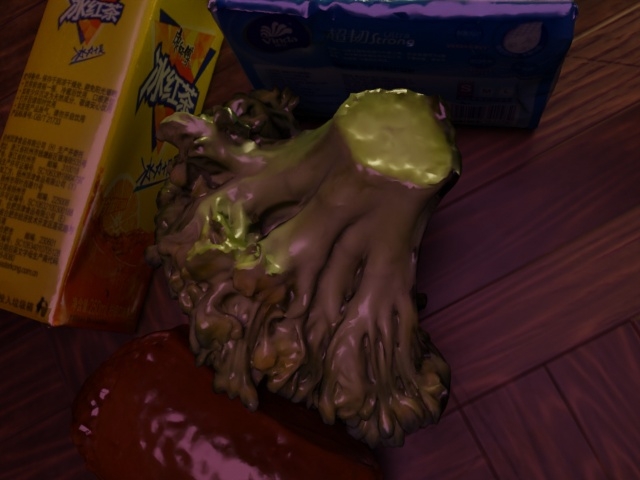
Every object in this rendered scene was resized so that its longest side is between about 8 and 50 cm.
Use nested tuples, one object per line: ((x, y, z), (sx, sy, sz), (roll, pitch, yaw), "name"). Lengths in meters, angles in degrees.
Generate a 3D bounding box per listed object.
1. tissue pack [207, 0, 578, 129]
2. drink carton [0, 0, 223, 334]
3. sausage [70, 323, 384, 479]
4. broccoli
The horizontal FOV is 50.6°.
((0.069, -0.194, 0.571), (0.263, 0.198, 0.146), (6, 78, 11), "tissue pack")
((-0.195, -0.100, 0.622), (0.111, 0.154, 0.352), (14, 83, 12), "drink carton")
((-0.074, 0.178, 0.551), (0.268, 0.153, 0.141), (32, 98, 14), "sausage")
((0.000, 0.000, 0.511), (0.288, 0.246, 0.248), (25, 51, -4), "broccoli")
